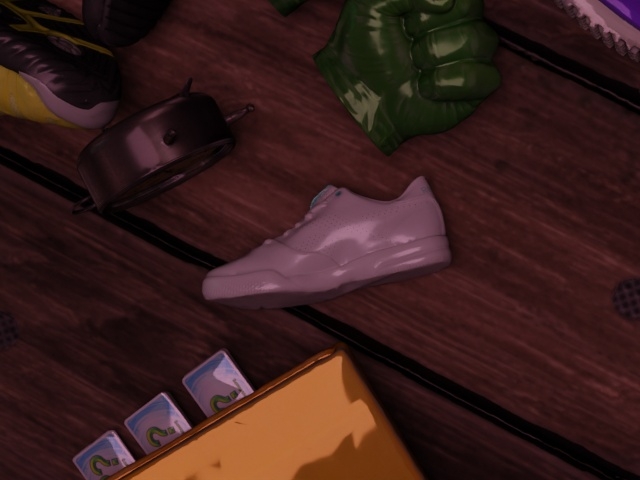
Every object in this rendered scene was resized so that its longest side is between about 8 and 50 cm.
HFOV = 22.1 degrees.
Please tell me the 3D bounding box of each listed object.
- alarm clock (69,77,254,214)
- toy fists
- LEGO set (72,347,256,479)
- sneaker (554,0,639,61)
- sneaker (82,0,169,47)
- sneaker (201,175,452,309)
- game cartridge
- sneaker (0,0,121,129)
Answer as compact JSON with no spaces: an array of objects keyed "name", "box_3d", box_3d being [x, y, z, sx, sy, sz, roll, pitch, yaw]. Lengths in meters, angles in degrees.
[{"name":"alarm clock","box_3d":[-0.152,-0.067,1.385,0.192,0.129,0.064,-35,83,38]},{"name":"toy fists","box_3d":[0.035,-0.211,1.349,0.142,0.096,0.279,-38,84,10]},{"name":"LEGO set","box_3d":[-0.087,0.244,1.416,0.182,0.060,0.244,-36,87,14]},{"name":"sneaker","box_3d":[0.219,-0.259,1.305,0.293,0.102,0.146,41,99,7]},{"name":"sneaker","box_3d":[-0.174,-0.329,1.383,0.146,0.122,0.330,11,90,20]},{"name":"sneaker","box_3d":[0.000,0.000,1.385,0.212,0.080,0.094,-12,79,5]},{"name":"game cartridge","box_3d":[-0.019,0.291,1.374,0.285,0.052,0.323,-31,97,4]},{"name":"sneaker","box_3d":[-0.343,-0.157,1.420,0.385,0.145,0.147,21,106,19]}]
